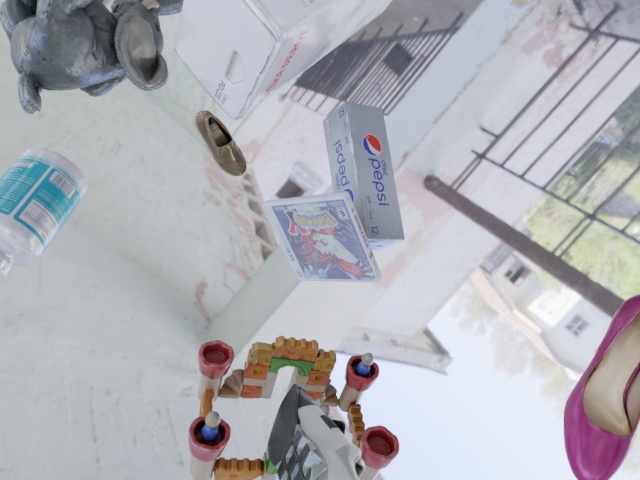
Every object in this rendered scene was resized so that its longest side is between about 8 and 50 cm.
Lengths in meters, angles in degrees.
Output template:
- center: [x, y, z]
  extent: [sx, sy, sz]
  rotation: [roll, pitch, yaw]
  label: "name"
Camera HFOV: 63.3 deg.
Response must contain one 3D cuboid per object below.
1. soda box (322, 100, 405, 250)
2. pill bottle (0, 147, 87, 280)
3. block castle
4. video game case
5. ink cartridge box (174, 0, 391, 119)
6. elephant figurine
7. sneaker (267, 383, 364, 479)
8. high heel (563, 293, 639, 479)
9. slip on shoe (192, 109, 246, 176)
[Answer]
- center: [0.084, -0.125, 1.043]
  extent: [0.098, 0.091, 0.286]
  rotation: [0, -105, -33]
  label: "soda box"
- center: [-0.595, -0.050, 1.035]
  extent: [0.146, 0.146, 0.264]
  rotation: [37, -131, -22]
  label: "pill bottle"
- center: [-0.067, 0.386, 1.202]
  extent: [0.453, 0.213, 0.303]
  rotation: [8, -146, -13]
  label: "block castle"
- center: [0.000, 0.000, 0.974]
  extent: [0.201, 0.023, 0.183]
  rotation: [-3, 122, 39]
  label: "video game case"
- center: [-0.009, -0.219, 0.445]
  extent: [0.092, 0.218, 0.158]
  rotation: [48, 158, -7]
  label: "ink cartridge box"
- center: [-0.280, -0.269, 0.705]
  extent: [0.169, 0.186, 0.239]
  rotation: [49, -156, 25]
  label: "elephant figurine"
- center: [-0.003, 0.376, 0.922]
  extent: [0.146, 0.122, 0.330]
  rotation: [25, -173, -16]
  label: "sneaker"
- center: [0.553, 0.258, 0.959]
  extent: [0.127, 0.377, 0.181]
  rotation: [20, 148, 18]
  label: "high heel"
- center: [-0.166, -0.164, 0.892]
  extent: [0.041, 0.051, 0.135]
  rotation: [16, 144, 47]
  label: "slip on shoe"
